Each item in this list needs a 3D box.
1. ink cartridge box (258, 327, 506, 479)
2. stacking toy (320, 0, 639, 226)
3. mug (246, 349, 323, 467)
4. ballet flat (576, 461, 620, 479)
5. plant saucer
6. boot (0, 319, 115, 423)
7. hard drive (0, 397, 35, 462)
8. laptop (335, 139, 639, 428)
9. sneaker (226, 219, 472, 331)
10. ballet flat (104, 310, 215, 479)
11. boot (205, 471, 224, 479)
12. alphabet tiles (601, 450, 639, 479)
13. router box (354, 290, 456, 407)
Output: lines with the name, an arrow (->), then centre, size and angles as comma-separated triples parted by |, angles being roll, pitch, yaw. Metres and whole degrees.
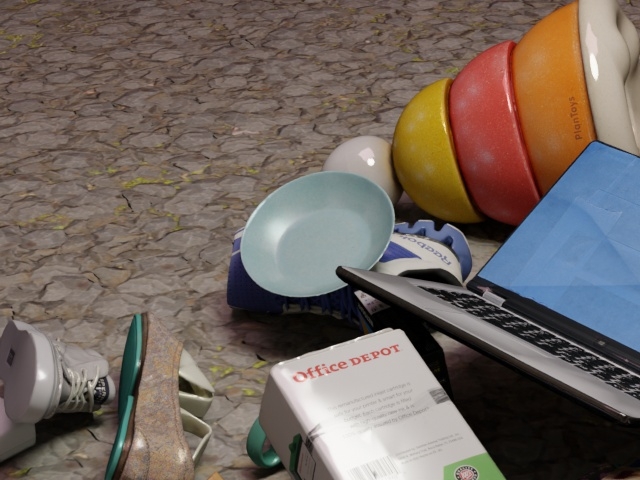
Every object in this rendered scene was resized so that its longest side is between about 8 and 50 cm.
ink cartridge box -> 0.058, 0.209, 1.546 | 0.160, 0.093, 0.219 | -15, 51, -26
stacking toy -> 0.223, -0.141, 2.217 | 0.479, 0.351, 0.350 | -11, 21, 18
mug -> 0.004, 0.183, 1.695 | 0.129, 0.097, 0.158 | 7, 26, 18
ballet flat -> 0.308, 0.282, 1.500 | 0.079, 0.077, 0.221 | -30, 27, -14
plant saucer -> 0.000, 0.000, 1.909 | 0.195, 0.037, 0.195 | -10, 50, 12
boot -> -0.281, 0.150, 1.733 | 0.123, 0.095, 0.258 | 18, 6, -19
hard drive -> -0.515, 0.237, 1.680 | 0.233, 0.047, 0.353 | 19, 32, 38
laptop -> 0.308, 0.025, 1.698 | 0.382, 0.236, 0.408 | 26, 9, 38
sneaker -> 0.040, 0.050, 1.949 | 0.315, 0.127, 0.182 | -1, 22, -1
ballet flat -> -0.172, 0.187, 1.726 | 0.106, 0.108, 0.316 | 15, 28, -10
boot -> -0.010, 0.307, 1.267 | 0.264, 0.096, 0.280 | -34, 77, -33
alphabet tiles -> 0.439, 0.215, 1.515 | 0.285, 0.011, 0.342 | -1, 3, 26
router box -> 0.097, 0.141, 1.731 | 0.046, 0.133, 0.179 | -20, 27, -9
